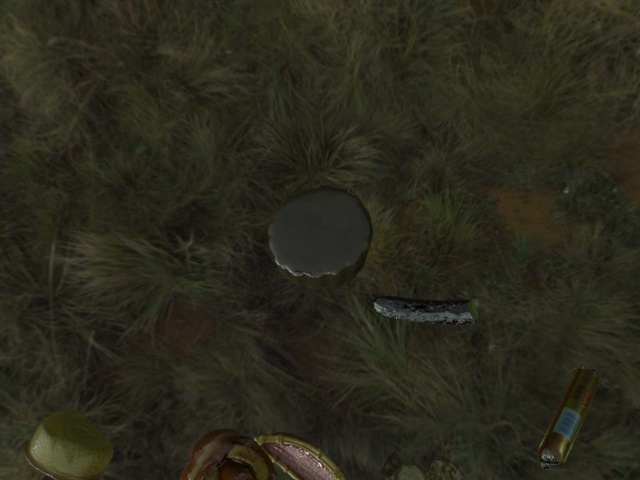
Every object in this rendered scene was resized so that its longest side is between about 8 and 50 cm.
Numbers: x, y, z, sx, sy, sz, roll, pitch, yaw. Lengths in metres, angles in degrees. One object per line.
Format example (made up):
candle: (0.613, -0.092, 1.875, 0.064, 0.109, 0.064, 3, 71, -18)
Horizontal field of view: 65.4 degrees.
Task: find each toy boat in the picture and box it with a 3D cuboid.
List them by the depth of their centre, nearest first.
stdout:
toy boat: (-0.040, 0.587, 1.298, 0.318, 0.099, 0.141, 36, 119, -5)

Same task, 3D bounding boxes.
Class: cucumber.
cucumber: (0.290, 0.197, 1.410, 0.304, 0.072, 0.081, -3, 68, 22)

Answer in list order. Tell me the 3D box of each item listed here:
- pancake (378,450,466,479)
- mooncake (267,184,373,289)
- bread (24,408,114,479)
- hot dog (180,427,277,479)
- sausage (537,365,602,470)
pancake: (0.187, 0.467, 0.845, 0.235, 0.029, 0.211, 23, 45, -22)
mooncake: (0.000, 0.000, 1.073, 0.228, 0.124, 0.228, -2, 61, 4)
bread: (-0.474, 0.384, 0.928, 0.156, 0.125, 0.086, 28, 87, 32)
hot dog: (-0.161, 0.357, 0.791, 0.093, 0.262, 0.123, 51, 57, -15)
sausage: (0.688, 0.493, 1.380, 0.082, 0.082, 0.371, 46, 51, 7)
